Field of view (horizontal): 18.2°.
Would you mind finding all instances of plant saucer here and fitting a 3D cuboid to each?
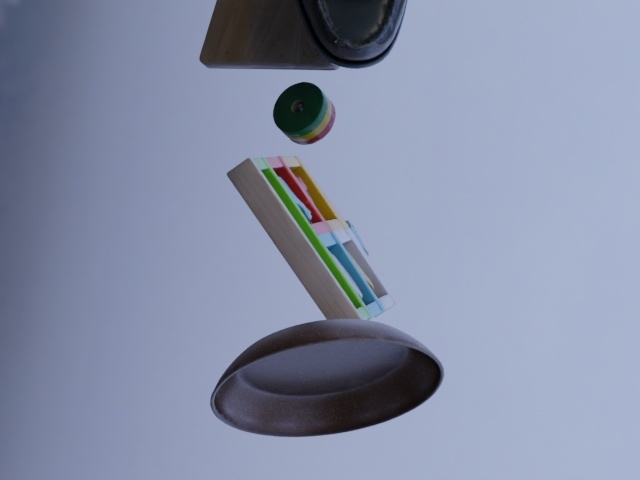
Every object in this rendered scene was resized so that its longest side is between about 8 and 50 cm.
[{"bbox_3d":[0.004,0.112,1.681,0.198,0.199,0.036,124,-36,-55],"label":"plant saucer"}]

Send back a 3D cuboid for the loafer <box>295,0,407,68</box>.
[{"bbox_3d":[0.025,-0.269,1.556,0.084,0.096,0.267,97,-6,-70],"label":"loafer"}]

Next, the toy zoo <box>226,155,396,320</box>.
[{"bbox_3d":[0.000,0.000,2.015,0.192,0.030,0.293,56,10,3],"label":"toy zoo"}]

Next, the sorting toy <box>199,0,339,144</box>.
[{"bbox_3d":[-0.017,-0.204,1.656,0.132,0.046,0.274,4,-112,31],"label":"sorting toy"}]
